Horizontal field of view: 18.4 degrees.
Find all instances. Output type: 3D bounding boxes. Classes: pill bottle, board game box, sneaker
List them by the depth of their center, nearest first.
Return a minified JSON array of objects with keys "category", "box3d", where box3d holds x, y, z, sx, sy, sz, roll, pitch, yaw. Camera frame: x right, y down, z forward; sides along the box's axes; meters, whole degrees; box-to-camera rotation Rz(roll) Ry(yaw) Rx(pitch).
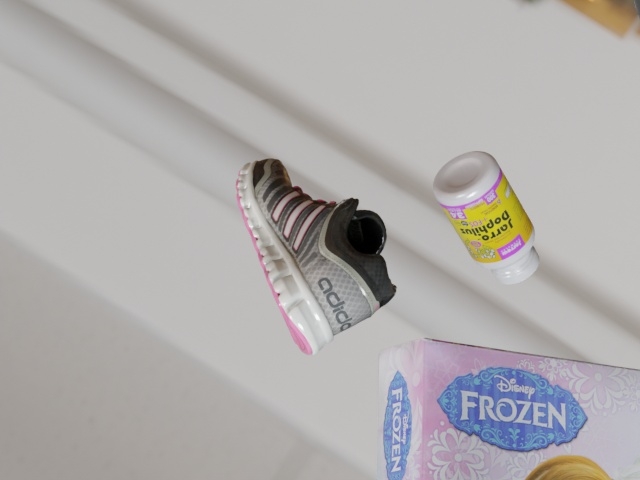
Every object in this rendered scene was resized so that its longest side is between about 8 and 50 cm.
[{"category":"sneaker","box3d":[0.000,0.000,1.150,0.170,0.075,0.063,-114,2,-57]},{"category":"pill bottle","box3d":[0.104,-0.012,1.210,0.083,0.043,0.043,56,-171,-33]},{"category":"board game box","box3d":[0.186,0.242,1.329,0.319,0.066,0.318,9,-106,-27]}]

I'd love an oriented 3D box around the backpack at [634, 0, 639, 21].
[{"category":"backpack","box3d":[0.313,-0.108,0.733,0.290,0.355,0.273,39,-140,-7]}]
